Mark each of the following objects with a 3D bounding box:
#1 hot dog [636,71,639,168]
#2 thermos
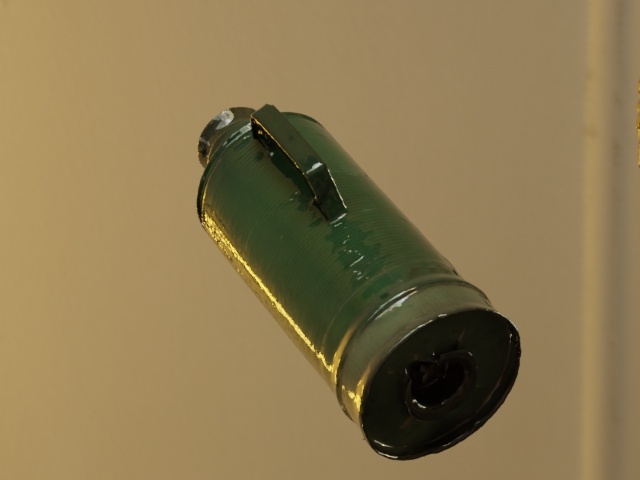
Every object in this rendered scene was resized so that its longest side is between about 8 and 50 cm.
[{"bbox_3d":[0.230,-0.049,1.224,0.066,0.216,0.047,-4,-44,6],"label":"hot dog"},{"bbox_3d":[-0.001,0.004,0.819,0.083,0.188,0.073,27,-75,-44],"label":"thermos"}]
